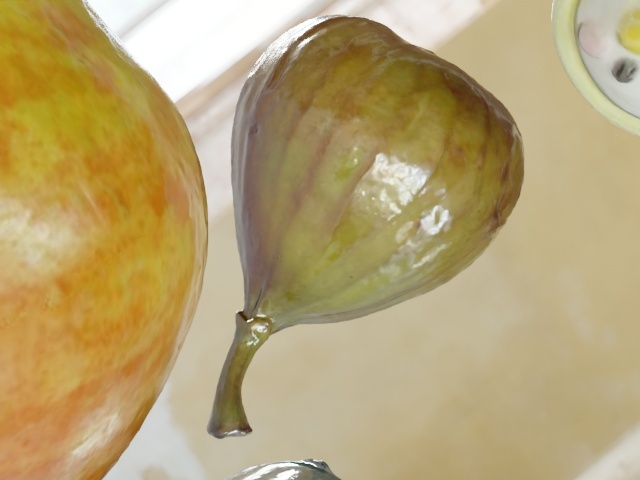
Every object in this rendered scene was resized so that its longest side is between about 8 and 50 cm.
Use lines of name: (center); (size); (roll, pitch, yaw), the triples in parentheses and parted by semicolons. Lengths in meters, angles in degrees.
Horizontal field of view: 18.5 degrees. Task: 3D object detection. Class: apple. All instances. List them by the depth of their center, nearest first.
apple: (-0.184, 0.001, 0.690); (0.301, 0.301, 0.301); (52, 0, 0)

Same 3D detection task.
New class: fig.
fig: (0.000, 0.000, 1.406); (0.217, 0.321, 0.217); (29, -20, 12)

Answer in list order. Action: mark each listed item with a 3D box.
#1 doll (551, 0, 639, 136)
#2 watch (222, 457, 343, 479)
doll: (0.123, -0.151, 0.767); (0.117, 0.141, 0.296); (-54, 129, -61)
watch: (0.010, 0.212, 1.045); (0.193, 0.068, 0.206); (11, -50, 59)
